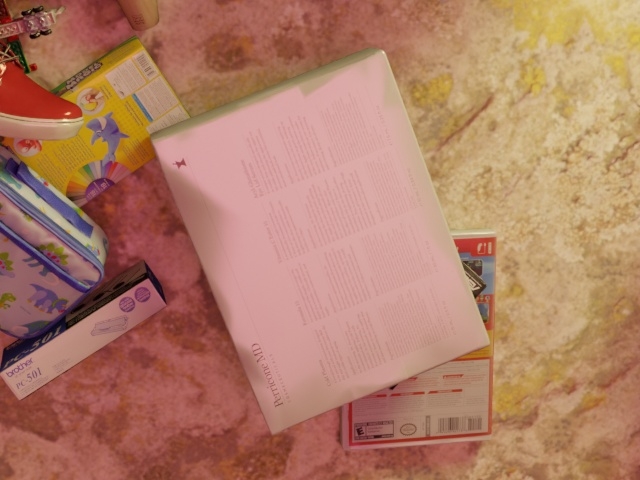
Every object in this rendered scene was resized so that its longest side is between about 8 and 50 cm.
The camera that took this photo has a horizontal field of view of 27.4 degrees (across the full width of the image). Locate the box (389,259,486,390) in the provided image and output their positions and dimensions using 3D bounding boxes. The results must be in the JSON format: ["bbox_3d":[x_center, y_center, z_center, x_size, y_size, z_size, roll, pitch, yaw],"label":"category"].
[{"bbox_3d":[0.080,0.061,1.643,0.190,0.045,0.184,41,95,-16],"label":"box"}]

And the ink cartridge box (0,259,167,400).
[{"bbox_3d":[-0.286,0.106,1.581,0.207,0.097,0.046,-33,106,-2],"label":"ink cartridge box"}]

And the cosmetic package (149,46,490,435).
[{"bbox_3d":[0.000,0.000,1.545,0.284,0.097,0.377,-22,103,-6],"label":"cosmetic package"}]

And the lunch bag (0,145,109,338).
[{"bbox_3d":[-0.362,0.001,1.509,0.176,0.090,0.219,-35,119,23],"label":"lunch bag"}]

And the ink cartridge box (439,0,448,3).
[{"bbox_3d":[0.198,-0.426,1.432,0.307,0.129,0.223,-26,145,23],"label":"ink cartridge box"}]

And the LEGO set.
[{"bbox_3d":[-0.416,-0.230,1.519,0.244,0.060,0.182,30,108,-14],"label":"LEGO set"}]

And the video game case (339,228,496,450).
[{"bbox_3d":[0.126,0.129,1.704,0.204,0.025,0.285,-2,103,-10],"label":"video game case"}]

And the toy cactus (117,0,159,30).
[{"bbox_3d":[-0.222,-0.322,1.490,0.219,0.112,0.180,-15,123,2],"label":"toy cactus"}]

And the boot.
[{"bbox_3d":[-0.359,-0.216,1.431,0.244,0.088,0.176,20,105,9],"label":"boot"}]

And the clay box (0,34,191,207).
[{"bbox_3d":[-0.271,-0.125,1.541,0.222,0.053,0.127,-33,122,-1],"label":"clay box"}]
